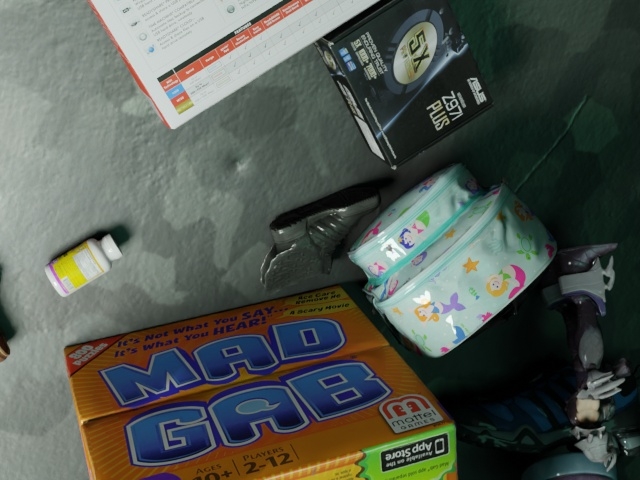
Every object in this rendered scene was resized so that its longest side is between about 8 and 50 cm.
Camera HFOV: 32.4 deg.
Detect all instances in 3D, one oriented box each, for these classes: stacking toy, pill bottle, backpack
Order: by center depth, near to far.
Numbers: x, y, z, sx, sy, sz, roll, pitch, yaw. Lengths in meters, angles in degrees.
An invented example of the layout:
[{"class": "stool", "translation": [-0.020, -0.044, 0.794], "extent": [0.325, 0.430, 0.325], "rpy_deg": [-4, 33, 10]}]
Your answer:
[{"class": "pill bottle", "translation": [-0.269, 0.026, 1.259], "extent": [0.083, 0.043, 0.043], "rpy_deg": [-31, 118, -6]}, {"class": "backpack", "translation": [0.154, 0.023, 1.298], "extent": [0.225, 0.253, 0.191], "rpy_deg": [-41, 99, 1]}, {"class": "stacking toy", "translation": [0.320, 0.399, 1.585], "extent": [0.279, 0.130, 0.309], "rpy_deg": [-18, 142, 18]}]

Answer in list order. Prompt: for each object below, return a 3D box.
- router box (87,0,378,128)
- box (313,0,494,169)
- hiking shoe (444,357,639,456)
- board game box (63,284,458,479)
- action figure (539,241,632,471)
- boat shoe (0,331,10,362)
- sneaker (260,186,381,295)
[{"class": "router box", "translation": [-0.097, -0.332, 1.153], "extent": [0.335, 0.082, 0.301], "rpy_deg": [-32, 118, -5]}, {"class": "box", "translation": [0.095, -0.200, 1.281], "extent": [0.147, 0.077, 0.180], "rpy_deg": [-32, 118, -6]}, {"class": "hiking shoe", "translation": [0.306, 0.229, 1.538], "extent": [0.304, 0.113, 0.132], "rpy_deg": [5, 81, -18]}, {"class": "board game box", "translation": [-0.070, 0.314, 1.272], "extent": [0.356, 0.356, 0.356], "rpy_deg": [-12, 115, -15]}, {"class": "action figure", "translation": [0.347, 0.152, 1.416], "extent": [0.099, 0.185, 0.285], "rpy_deg": [-6, 79, -1]}, {"class": "boat shoe", "translation": [-0.385, 0.061, 1.218], "extent": [0.060, 0.064, 0.178], "rpy_deg": [-26, 115, -6]}, {"class": "sneaker", "translation": [0.001, 0.001, 1.347], "extent": [0.170, 0.051, 0.089], "rpy_deg": [-20, 117, -6]}]
